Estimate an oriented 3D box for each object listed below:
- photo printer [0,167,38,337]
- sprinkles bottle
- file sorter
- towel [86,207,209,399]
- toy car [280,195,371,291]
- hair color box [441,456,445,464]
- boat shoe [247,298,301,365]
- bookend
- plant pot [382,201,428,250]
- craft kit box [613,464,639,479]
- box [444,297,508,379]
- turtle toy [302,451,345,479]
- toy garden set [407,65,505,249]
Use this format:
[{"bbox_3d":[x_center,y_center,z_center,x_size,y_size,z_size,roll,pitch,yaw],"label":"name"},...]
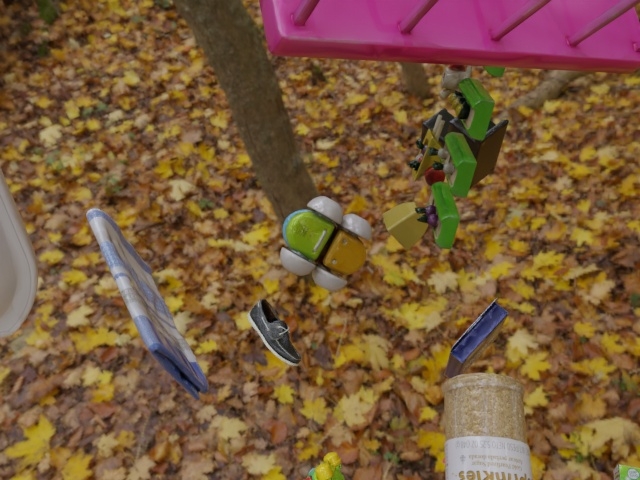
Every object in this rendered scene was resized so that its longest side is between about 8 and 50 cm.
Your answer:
[{"bbox_3d":[-0.304,-0.080,0.418,0.107,0.308,0.256,-27,34,-30],"label":"photo printer"},{"bbox_3d":[0.226,0.364,0.810,0.121,0.121,0.355,-4,58,15],"label":"sprinkles bottle"},{"bbox_3d":[0.119,-0.231,0.331,0.290,0.202,0.182,-5,-13,-26],"label":"file sorter"},{"bbox_3d":[-0.264,0.095,0.932,0.034,0.209,0.285,-31,57,-9],"label":"towel"},{"bbox_3d":[0.000,0.000,1.212,0.159,0.182,0.136,-61,29,1],"label":"toy car"},{"bbox_3d":[0.340,0.428,1.283,0.167,0.093,0.053,-48,53,-2],"label":"hair color box"},{"bbox_3d":[-0.132,0.278,1.828,0.079,0.084,0.233,-49,63,17],"label":"boat shoe"},{"bbox_3d":[0.266,-0.207,1.167,0.072,0.156,0.157,-37,64,-14],"label":"bookend"},{"bbox_3d":[0.210,-0.043,1.450,0.083,0.081,0.081,-37,28,17],"label":"plant pot"},{"bbox_3d":[0.725,0.597,1.207,0.249,0.061,0.247,6,58,15],"label":"craft kit box"},{"bbox_3d":[0.309,0.205,1.210,0.136,0.225,0.036,-44,66,-12],"label":"box"},{"bbox_3d":[0.003,0.381,0.901,0.066,0.095,0.130,-25,-7,15],"label":"turtle toy"},{"bbox_3d":[0.153,-0.145,0.736,0.049,0.244,0.204,10,27,-1],"label":"toy garden set"}]
